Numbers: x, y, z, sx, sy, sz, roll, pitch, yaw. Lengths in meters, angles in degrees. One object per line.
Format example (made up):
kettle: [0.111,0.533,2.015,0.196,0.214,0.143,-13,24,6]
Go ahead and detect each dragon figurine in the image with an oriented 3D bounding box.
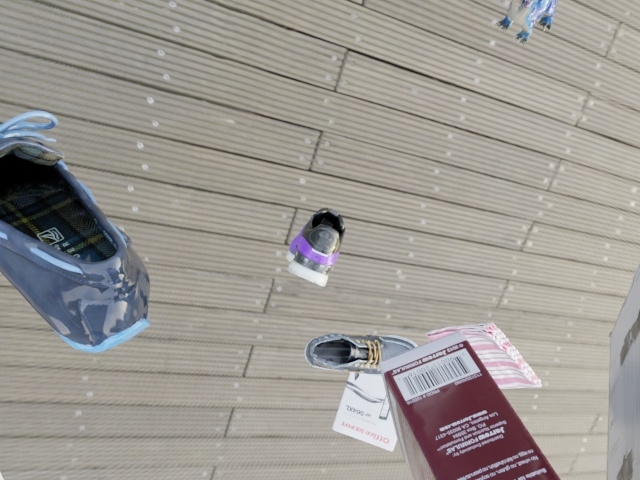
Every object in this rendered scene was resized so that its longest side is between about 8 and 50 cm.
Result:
dragon figurine: [0.415,-0.463,1.155,0.289,0.085,0.144,-34,161,-30]

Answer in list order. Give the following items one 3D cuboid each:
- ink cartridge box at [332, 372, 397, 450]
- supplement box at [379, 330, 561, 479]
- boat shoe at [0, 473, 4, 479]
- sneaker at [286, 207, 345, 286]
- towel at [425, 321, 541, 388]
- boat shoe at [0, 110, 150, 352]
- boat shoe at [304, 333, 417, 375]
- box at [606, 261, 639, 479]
ink cartridge box: [0.130,0.357,1.426,0.148,0.086,0.203,17,90,10]
supplement box: [0.122,0.192,0.415,0.073,0.239,0.130,-20,130,-5]
boat shoe: [-0.520,0.312,0.897,0.084,0.095,0.258,-32,105,6]
sneaker: [0.001,0.000,1.318,0.102,0.293,0.146,22,95,-7]
towel: [0.308,0.228,1.176,0.197,0.144,0.029,47,50,-24]
boat shoe: [-0.200,-0.038,0.426,0.109,0.258,0.089,-41,156,-40]
boat shoe: [0.069,0.175,0.945,0.184,0.083,0.065,1,78,-5]
box: [0.329,0.151,0.569,0.087,0.290,0.169,12,132,16]
